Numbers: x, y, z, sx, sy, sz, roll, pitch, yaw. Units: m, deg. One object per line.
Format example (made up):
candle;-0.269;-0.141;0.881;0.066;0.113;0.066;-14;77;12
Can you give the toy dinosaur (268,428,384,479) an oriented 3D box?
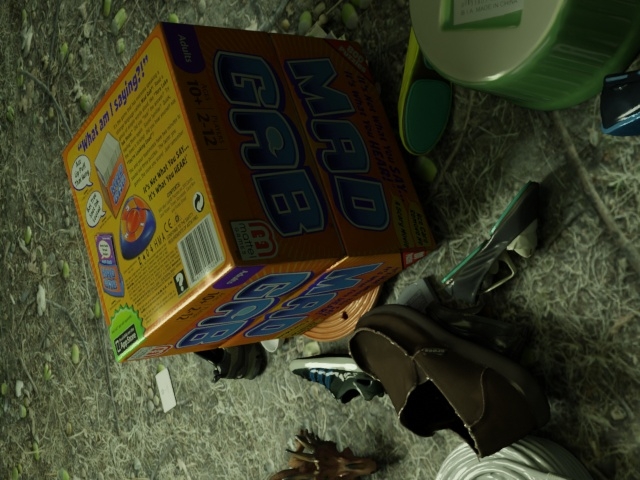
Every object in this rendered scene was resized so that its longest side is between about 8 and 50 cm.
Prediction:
toy dinosaur;-0.055;0.407;1.524;0.127;0.295;0.200;50;172;7

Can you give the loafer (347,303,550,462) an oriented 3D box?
loafer;0.140;0.189;1.301;0.366;0.130;0.134;15;137;56

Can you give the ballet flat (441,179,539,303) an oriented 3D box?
ballet flat;0.246;0.011;1.276;0.203;0.074;0.074;-53;52;29

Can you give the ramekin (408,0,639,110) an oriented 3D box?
ramekin;0.252;-0.320;1.190;0.303;0.148;0.303;2;92;50

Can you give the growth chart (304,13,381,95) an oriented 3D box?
growth chart;0.018;-0.256;1.572;0.172;0.021;0.237;-48;58;40

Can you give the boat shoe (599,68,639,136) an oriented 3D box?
boat shoe;0.406;-0.193;1.043;0.258;0.109;0.089;-20;72;47

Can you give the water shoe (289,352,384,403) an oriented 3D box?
water shoe;0.021;0.226;1.540;0.203;0.073;0.080;-10;86;50

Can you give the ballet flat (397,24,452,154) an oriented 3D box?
ballet flat;0.152;-0.240;1.383;0.077;0.077;0.231;-155;71;-70

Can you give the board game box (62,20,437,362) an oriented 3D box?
board game box;-0.119;-0.064;1.417;0.356;0.356;0.356;-37;66;46

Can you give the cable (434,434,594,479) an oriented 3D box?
cable;0.256;0.378;1.250;0.257;0.089;0.257;30;114;47

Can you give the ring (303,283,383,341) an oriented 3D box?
ring;0.000;0.000;1.584;0.336;0.032;0.337;5;97;49

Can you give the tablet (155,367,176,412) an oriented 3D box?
tablet;-0.328;0.317;2.013;0.054;0.006;0.083;-38;62;44

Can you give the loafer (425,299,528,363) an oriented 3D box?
loafer;0.218;0.117;1.320;0.170;0.062;0.061;29;91;41

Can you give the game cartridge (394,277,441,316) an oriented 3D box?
game cartridge;0.144;0.096;1.433;0.083;0.017;0.056;-50;58;38

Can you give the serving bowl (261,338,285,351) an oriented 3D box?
serving bowl;-0.084;0.155;1.693;0.083;0.027;0.083;25;120;55

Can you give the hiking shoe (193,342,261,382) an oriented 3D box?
hiking shoe;-0.197;0.163;1.767;0.227;0.114;0.086;56;130;33
